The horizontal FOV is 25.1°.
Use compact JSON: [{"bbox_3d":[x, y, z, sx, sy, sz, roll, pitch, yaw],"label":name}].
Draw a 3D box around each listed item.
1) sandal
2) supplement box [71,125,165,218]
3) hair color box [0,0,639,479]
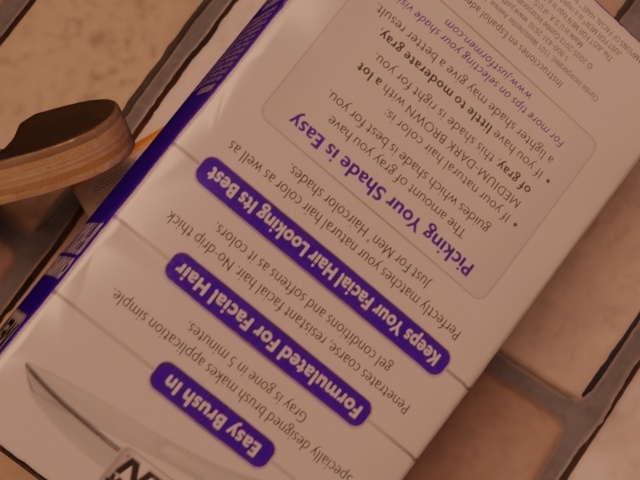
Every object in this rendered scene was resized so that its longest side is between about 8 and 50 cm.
[{"bbox_3d":[-0.197,-0.007,0.759,0.240,0.088,0.079,-10,116,23],"label":"sandal"},{"bbox_3d":[-0.083,-0.003,0.772,0.062,0.036,0.098,-30,75,-5],"label":"supplement box"},{"bbox_3d":[0.000,0.000,0.700,0.185,0.110,0.339,40,79,-13],"label":"hair color box"}]
